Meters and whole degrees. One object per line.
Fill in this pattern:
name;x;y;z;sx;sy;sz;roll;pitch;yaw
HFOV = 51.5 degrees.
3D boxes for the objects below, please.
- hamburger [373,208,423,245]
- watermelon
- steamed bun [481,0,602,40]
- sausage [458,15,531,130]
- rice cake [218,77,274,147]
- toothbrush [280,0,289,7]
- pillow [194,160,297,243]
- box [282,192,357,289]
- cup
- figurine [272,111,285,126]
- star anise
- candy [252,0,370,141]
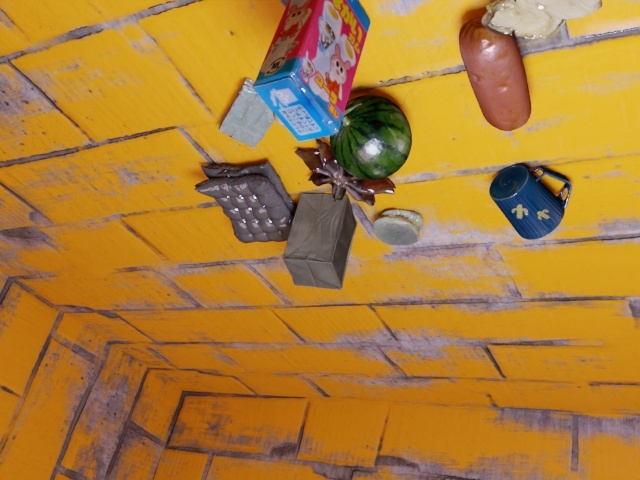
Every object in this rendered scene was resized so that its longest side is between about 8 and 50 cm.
hamburger;0.224;-0.038;1.903;0.139;0.063;0.133;5;144;20
watermelon;0.106;-0.235;1.498;0.188;0.188;0.214;-15;159;40
steamed bun;0.388;-0.434;1.140;0.192;0.106;0.177;5;164;-8
sausage;0.347;-0.333;1.314;0.113;0.114;0.259;-3;147;27
rice cake;-0.177;-0.309;1.654;0.124;0.038;0.211;27;148;-20
toothbrush;-0.055;-0.475;1.334;0.042;0.035;0.413;12;156;49
pillow;-0.194;-0.104;1.944;0.228;0.101;0.326;-1;148;23
box;0.000;0.000;1.895;0.155;0.232;0.149;5;148;18
cup;0.515;-0.109;1.615;0.176;0.131;0.155;-40;120;20
figurine;-0.060;-0.339;1.491;0.108;0.114;0.196;9;142;11
star anise;0.061;-0.179;1.714;0.288;0.088;0.288;20;158;9
candy;-0.007;-0.354;1.243;0.100;0.306;0.157;-6;144;36
